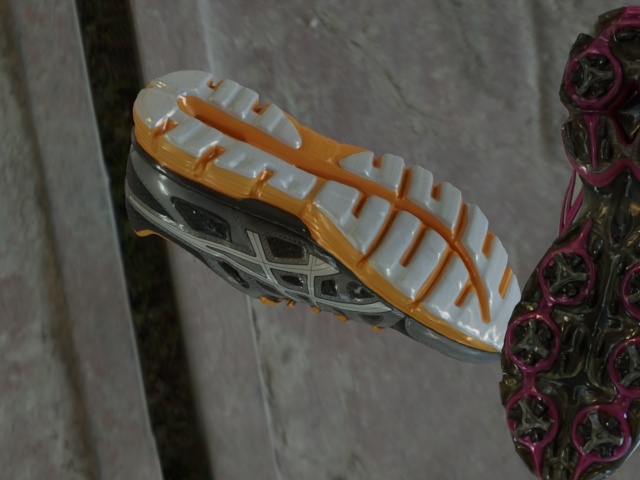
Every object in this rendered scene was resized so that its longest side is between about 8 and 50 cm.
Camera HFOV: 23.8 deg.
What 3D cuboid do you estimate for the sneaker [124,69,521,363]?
[{"bbox_3d":[0.000,0.000,0.734,0.215,0.084,0.083,31,130,4],"label":"sneaker"}]

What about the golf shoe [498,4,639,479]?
[{"bbox_3d":[0.122,0.007,0.596,0.067,0.086,0.186,12,87,24],"label":"golf shoe"}]
